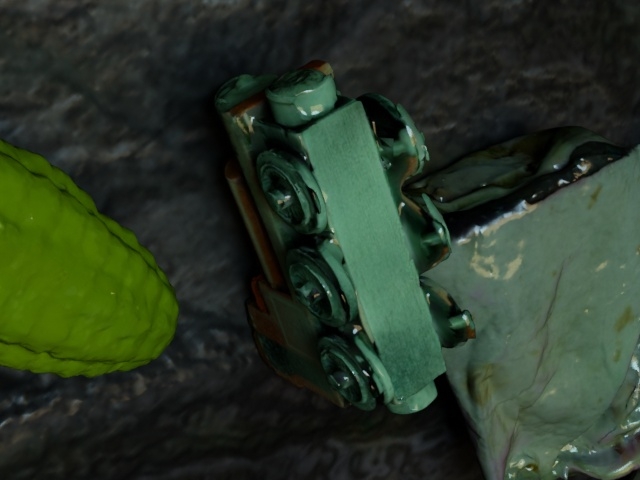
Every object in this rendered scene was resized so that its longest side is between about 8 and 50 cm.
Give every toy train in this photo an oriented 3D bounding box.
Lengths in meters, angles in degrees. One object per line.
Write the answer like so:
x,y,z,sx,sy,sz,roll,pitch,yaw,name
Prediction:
0.000,0.000,0.514,0.074,0.118,0.176,-35,121,-24,toy train

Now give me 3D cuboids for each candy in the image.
-0.135,0.000,0.434,0.209,0.096,0.097,33,89,-42,candy

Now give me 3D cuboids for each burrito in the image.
0.122,0.052,0.632,0.144,0.089,0.229,-23,120,-8,burrito

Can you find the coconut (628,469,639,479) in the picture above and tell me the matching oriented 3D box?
0.298,0.200,0.765,0.183,0.171,0.171,27,93,-37,coconut
